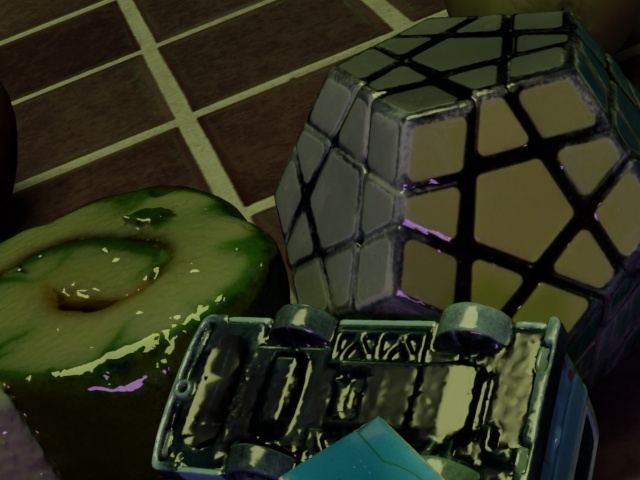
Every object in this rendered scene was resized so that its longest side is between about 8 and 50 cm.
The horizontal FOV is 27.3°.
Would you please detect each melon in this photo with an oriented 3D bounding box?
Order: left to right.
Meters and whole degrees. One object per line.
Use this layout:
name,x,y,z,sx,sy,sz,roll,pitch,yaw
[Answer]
melon,0.242,-0.294,1.435,0.223,0.223,0.317,-15,27,8

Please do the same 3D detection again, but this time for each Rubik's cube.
Rubik's cube,0.123,-0.019,0.985,0.264,0.319,0.319,-32,24,24

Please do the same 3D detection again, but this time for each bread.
bread,-0.211,0.094,1.150,0.366,0.129,0.382,1,36,32

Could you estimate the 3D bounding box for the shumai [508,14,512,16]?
shumai,0.129,-0.077,1.262,0.222,0.203,0.272,-26,-5,-16

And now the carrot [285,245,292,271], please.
carrot,0.000,0.000,1.187,0.072,0.072,0.205,-14,12,9

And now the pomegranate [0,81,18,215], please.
pomegranate,-0.512,-0.110,1.529,0.323,0.290,0.291,9,40,41

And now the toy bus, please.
toy bus,0.043,0.136,0.884,0.271,0.165,0.133,-1,56,31

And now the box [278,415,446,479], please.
box,0.064,0.213,0.716,0.073,0.194,0.139,-30,30,-13
